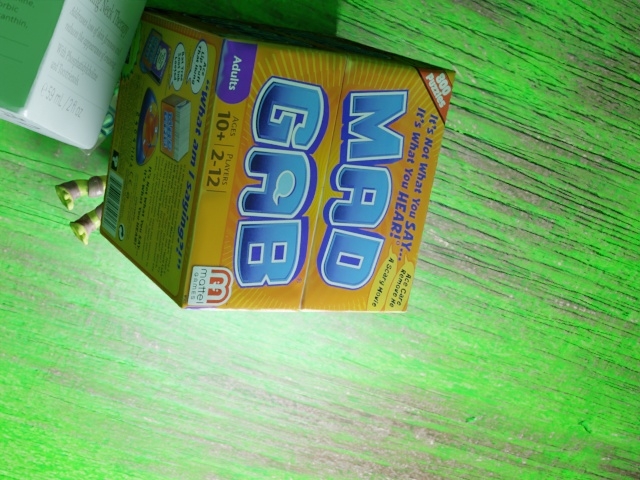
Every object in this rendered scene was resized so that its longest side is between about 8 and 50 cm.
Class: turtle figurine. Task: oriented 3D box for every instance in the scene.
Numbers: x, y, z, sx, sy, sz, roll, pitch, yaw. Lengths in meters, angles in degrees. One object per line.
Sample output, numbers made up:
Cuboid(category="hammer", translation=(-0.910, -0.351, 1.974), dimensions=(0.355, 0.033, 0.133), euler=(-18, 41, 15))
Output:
Cuboid(category="turtle figurine", translation=(-0.310, -0.099, 1.843), dimensions=(0.217, 0.087, 0.269), euler=(-27, 139, -18))

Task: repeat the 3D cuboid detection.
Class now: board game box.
Cuboid(category="board game box", translation=(-0.077, -0.121, 1.671), dimensions=(0.356, 0.356, 0.356), euler=(3, 105, -29))

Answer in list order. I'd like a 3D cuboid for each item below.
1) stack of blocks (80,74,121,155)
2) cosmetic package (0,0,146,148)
Cuboid(category="stack of blocks", translation=(-0.401, -0.296, 1.744), dimensions=(0.171, 0.087, 0.297), euler=(-42, 115, 9))
Cuboid(category="cosmetic package", translation=(-0.409, -0.368, 1.470), dimensions=(0.327, 0.329, 0.394), euler=(20, 89, 4))
